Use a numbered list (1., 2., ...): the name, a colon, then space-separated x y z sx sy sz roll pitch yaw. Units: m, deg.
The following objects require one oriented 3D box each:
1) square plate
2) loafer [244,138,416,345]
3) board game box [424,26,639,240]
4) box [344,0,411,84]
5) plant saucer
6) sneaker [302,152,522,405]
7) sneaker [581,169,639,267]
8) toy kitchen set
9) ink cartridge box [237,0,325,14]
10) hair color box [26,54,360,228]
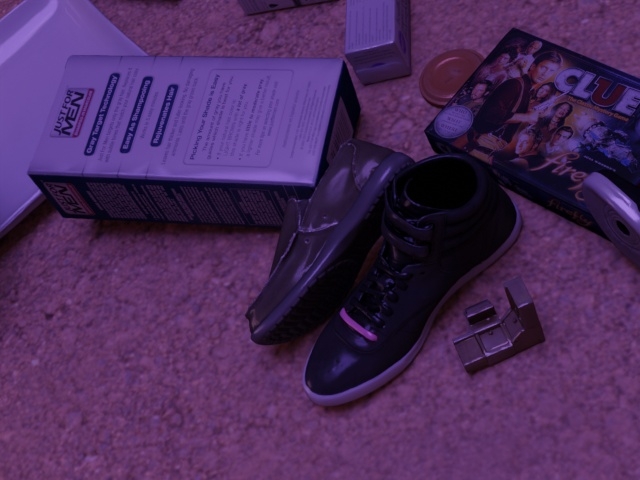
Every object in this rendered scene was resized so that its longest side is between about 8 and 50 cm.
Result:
1. square plate: -0.399 -0.172 1.581 0.344 0.049 0.347 -42 51 -5
2. loafer: 0.000 0.000 1.222 0.087 0.094 0.251 41 98 27
3. board game box: 0.253 -0.119 1.249 0.243 0.042 0.165 31 75 36
4. box: 0.073 -0.340 1.467 0.067 0.063 0.324 -12 54 19
5. plant saucer: 0.154 -0.190 1.361 0.083 0.013 0.083 -12 54 18
6. sneaker: 0.071 0.028 1.167 0.296 0.147 0.104 -45 53 -7
7. sneaker: 0.358 -0.011 1.098 0.121 0.079 0.217 -40 70 -9
8. toy kitchen set: 0.162 0.070 1.142 0.083 0.075 0.068 -24 50 3
9. ink cartridge box: -0.051 -0.350 1.507 0.135 0.099 0.056 -5 56 22
10. hair color box: -0.142 -0.115 1.359 0.347 0.105 0.173 4 61 17
